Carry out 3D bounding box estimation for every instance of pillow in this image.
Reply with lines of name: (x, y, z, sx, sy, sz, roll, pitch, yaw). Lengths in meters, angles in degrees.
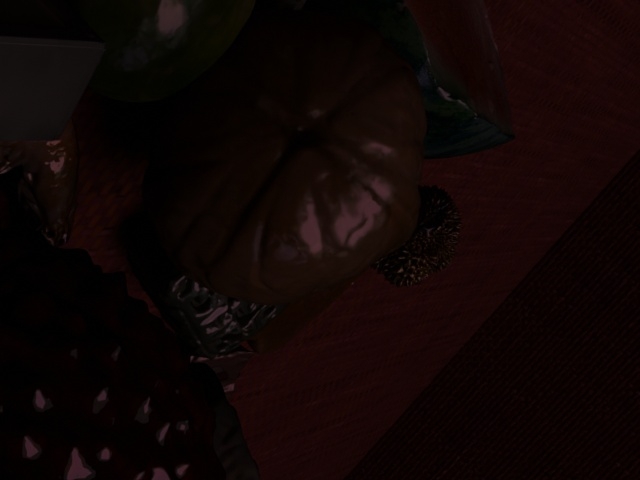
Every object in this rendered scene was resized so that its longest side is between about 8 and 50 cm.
pillow: (-0.192, 0.220, 1.542, 0.135, 0.049, 0.248, -7, 149, -25)

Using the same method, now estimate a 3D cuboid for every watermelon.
watermelon: (0.111, -0.188, 1.130, 0.292, 0.222, 0.319, -23, 152, -53)

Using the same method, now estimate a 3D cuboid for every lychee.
lychee: (-0.286, 0.225, 0.858, 0.424, 0.424, 0.500, -25, 122, -43)

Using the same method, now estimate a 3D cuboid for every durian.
durian: (0.137, -0.007, 1.480, 0.158, 0.137, 0.168, -63, 172, -16)

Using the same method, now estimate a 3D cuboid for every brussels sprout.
brussels sprout: (-0.126, -0.192, 0.768, 0.161, 0.144, 0.181, 15, 97, -45)

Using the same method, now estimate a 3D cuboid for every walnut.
walnut: (-0.035, -0.077, 0.953, 0.313, 0.252, 0.277, 176, -79, -82)

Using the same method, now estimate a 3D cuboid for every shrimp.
shrimp: (-0.273, -0.043, 0.905, 0.133, 0.053, 0.236, -36, 155, -27)

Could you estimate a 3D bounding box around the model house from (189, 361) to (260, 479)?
model house: (-0.268, 0.332, 1.339, 0.284, 0.243, 0.298, -13, 158, -36)

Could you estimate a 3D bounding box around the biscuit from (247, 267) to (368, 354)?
biscuit: (-0.002, -0.002, 1.490, 0.385, 0.062, 0.365, -44, 158, -4)

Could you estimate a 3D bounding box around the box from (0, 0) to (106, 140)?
box: (-0.266, -0.133, 0.630, 0.225, 0.129, 0.086, -12, 143, -56)

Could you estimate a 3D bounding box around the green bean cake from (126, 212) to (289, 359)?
green bean cake: (-0.100, 0.010, 1.196, 0.227, 0.125, 0.222, -42, 147, -15)

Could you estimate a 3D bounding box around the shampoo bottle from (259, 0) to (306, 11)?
shampoo bottle: (-0.038, -0.233, 1.014, 0.049, 0.034, 0.141, -31, 158, -46)
